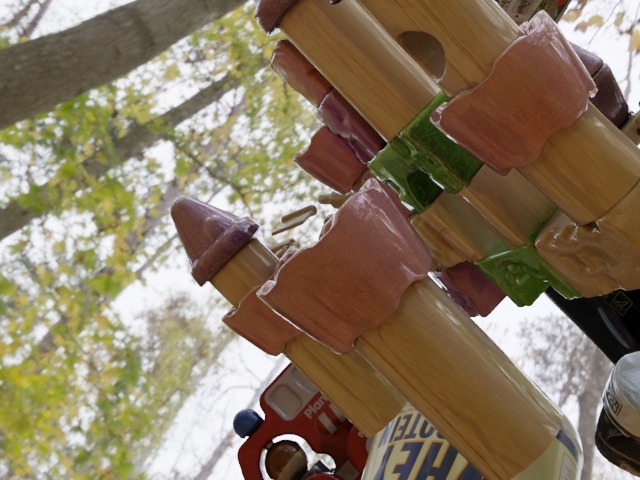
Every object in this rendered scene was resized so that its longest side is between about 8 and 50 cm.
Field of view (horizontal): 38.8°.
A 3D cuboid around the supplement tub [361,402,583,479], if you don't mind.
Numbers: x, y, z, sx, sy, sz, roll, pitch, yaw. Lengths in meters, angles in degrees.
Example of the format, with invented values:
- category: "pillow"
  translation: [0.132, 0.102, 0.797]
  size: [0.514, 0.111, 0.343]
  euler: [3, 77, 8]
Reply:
- category: "supplement tub"
  translation: [0.141, 0.328, 0.959]
  size: [0.236, 0.324, 0.235]
  euler: [13, -40, 11]

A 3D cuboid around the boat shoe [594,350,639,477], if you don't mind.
- category: "boat shoe"
  translation: [0.370, 0.175, 0.700]
  size: [0.307, 0.113, 0.104]
  euler: [9, -50, 10]

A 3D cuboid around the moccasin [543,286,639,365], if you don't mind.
- category: "moccasin"
  translation: [0.326, 0.087, 0.865]
  size: [0.342, 0.117, 0.137]
  euler: [32, -95, -6]

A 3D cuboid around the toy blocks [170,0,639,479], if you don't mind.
- category: "toy blocks"
  translation: [0.054, -0.079, 0.491]
  size: [0.260, 0.309, 0.288]
  euler: [45, -13, -1]

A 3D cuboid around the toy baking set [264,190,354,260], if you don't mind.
- category: "toy baking set"
  translation: [0.004, -0.005, 1.201]
  size: [0.256, 0.197, 0.030]
  euler: [-2, -50, 55]

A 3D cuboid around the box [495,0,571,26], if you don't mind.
- category: "box"
  translation: [0.194, -0.212, 1.032]
  size: [0.036, 0.114, 0.207]
  euler: [57, -47, 39]

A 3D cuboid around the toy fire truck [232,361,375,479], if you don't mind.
- category: "toy fire truck"
  translation: [-0.005, 0.329, 1.490]
  size: [0.254, 0.169, 0.302]
  euler: [43, -93, 12]
